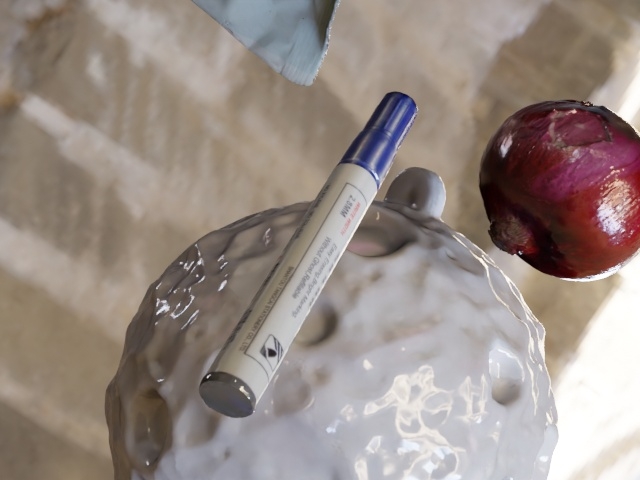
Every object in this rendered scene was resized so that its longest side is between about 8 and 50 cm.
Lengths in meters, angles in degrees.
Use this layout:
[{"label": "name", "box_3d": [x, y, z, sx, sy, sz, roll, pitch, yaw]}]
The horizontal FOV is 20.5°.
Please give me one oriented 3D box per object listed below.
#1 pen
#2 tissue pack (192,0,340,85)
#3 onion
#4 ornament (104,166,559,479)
[{"label": "pen", "box_3d": [0.000, 0.000, 0.766, 0.025, 0.204, 0.025, 15, 134, 16]}, {"label": "tissue pack", "box_3d": [-0.060, -0.165, 0.792, 0.193, 0.026, 0.122, 42, 140, 12]}, {"label": "onion", "box_3d": [0.165, -0.033, 1.184, 0.131, 0.131, 0.131, 34, -178, -1]}, {"label": "ornament", "box_3d": [0.011, 0.138, 1.312, 0.337, 0.337, 0.337, 34, -178, -1]}]
